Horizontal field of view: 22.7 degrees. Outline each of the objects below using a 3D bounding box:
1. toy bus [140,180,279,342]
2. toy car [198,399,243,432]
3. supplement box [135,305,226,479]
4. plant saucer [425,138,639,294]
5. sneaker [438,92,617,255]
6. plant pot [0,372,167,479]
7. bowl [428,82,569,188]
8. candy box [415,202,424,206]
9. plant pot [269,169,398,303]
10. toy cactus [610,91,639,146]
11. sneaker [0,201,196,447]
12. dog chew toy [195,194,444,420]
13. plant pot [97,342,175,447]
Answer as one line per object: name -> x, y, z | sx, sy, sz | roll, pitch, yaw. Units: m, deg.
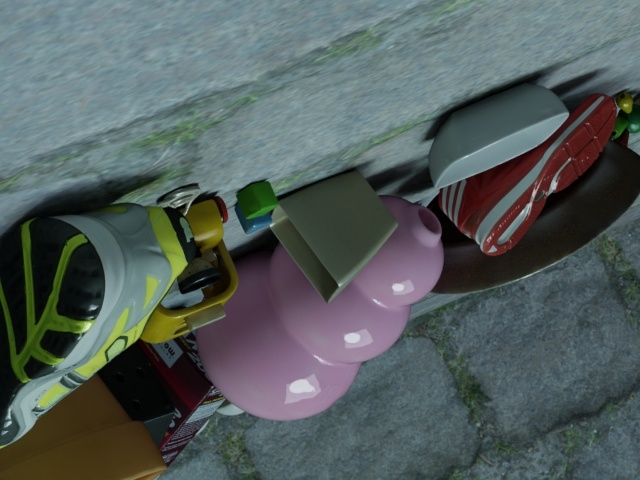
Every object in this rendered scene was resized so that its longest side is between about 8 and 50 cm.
toy bus -> -0.129, 0.033, 1.503 | 0.191, 0.104, 0.202 | -29, 171, 25
toy car -> -0.179, 0.170, 2.202 | 0.182, 0.159, 0.136 | -28, -152, 19
supplement box -> -0.221, 0.214, 2.076 | 0.239, 0.130, 0.073 | -51, 159, 27
plant saucer -> 0.232, -0.044, 1.890 | 0.311, 0.050, 0.310 | -26, -160, 11
sneaker -> 0.216, -0.101, 1.767 | 0.221, 0.128, 0.087 | -46, 149, -7
plant pot -> -0.335, 0.212, 1.704 | 0.291, 0.203, 0.291 | -24, 172, -3
bowl -> 0.177, -0.113, 1.648 | 0.142, 0.053, 0.142 | -22, 172, -10
candy box -> 0.051, 0.032, 2.143 | 0.196, 0.070, 0.165 | -23, 172, -10
plant pot -> 0.019, -0.012, 1.682 | 0.096, 0.109, 0.109 | -35, 174, -13
toy cactus -> 0.441, -0.163, 2.000 | 0.219, 0.112, 0.180 | -32, -177, -11
sneaker -> -0.234, 0.084, 1.391 | 0.147, 0.145, 0.385 | -17, 171, -40
dog chew toy -> 0.009, 0.067, 1.841 | 0.332, 0.206, 0.207 | -38, 166, 31
plant pot -> -0.293, 0.214, 1.969 | 0.167, 0.187, 0.188 | -41, 165, 29
